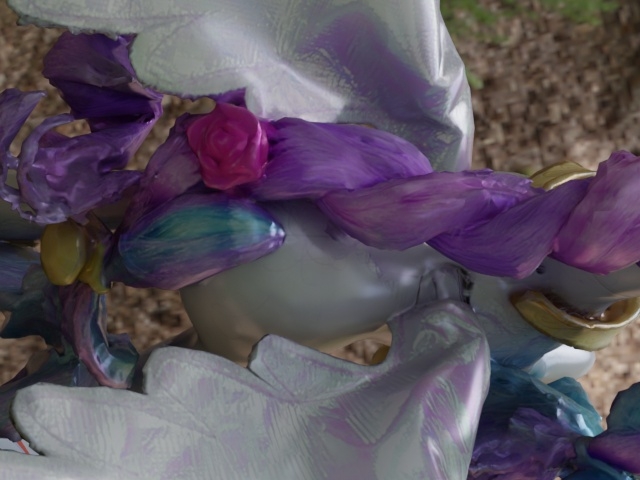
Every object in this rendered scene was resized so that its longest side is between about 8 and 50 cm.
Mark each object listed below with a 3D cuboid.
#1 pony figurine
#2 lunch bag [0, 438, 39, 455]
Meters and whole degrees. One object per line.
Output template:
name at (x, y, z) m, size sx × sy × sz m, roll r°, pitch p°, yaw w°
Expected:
pony figurine at (0.000, 0.000, 0.483) m, size 0.351 × 0.363 × 0.303 m, roll 3°, pitch 81°, yaw -32°
lunch bag at (-0.249, 0.252, 0.891) m, size 0.328 × 0.239 × 0.385 m, roll 46°, pitch 26°, yaw 27°
